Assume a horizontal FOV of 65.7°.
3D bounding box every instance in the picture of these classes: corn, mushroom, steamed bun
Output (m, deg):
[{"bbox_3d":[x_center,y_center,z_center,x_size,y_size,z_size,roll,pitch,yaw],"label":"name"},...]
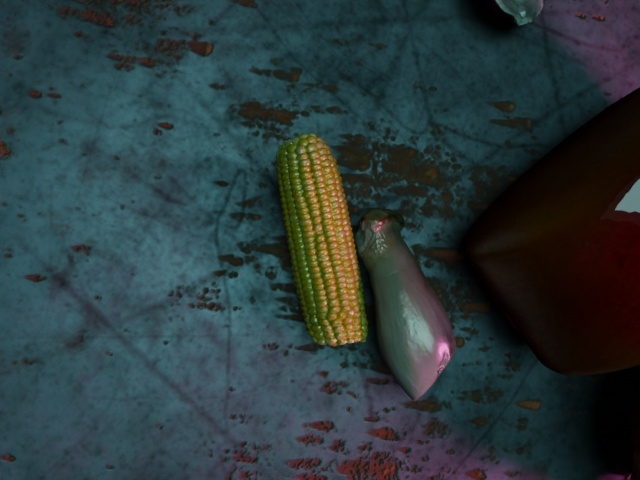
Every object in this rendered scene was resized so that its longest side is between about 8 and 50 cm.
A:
[{"bbox_3d":[0.000,0.000,0.585,0.081,0.081,0.249,-11,89,-9],"label":"corn"},{"bbox_3d":[0.095,0.074,0.591,0.093,0.116,0.225,-29,87,27],"label":"mushroom"},{"bbox_3d":[0.370,-0.030,0.561,0.379,0.248,0.235,-38,94,-10],"label":"steamed bun"}]

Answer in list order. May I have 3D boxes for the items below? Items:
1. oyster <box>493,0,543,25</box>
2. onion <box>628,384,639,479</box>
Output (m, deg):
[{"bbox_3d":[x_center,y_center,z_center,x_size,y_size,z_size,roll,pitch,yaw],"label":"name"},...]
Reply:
[{"bbox_3d":[0.216,-0.410,0.637,0.252,0.087,0.199,36,73,-13],"label":"oyster"},{"bbox_3d":[0.515,0.212,0.540,0.353,0.353,0.354,0,87,-9],"label":"onion"}]
